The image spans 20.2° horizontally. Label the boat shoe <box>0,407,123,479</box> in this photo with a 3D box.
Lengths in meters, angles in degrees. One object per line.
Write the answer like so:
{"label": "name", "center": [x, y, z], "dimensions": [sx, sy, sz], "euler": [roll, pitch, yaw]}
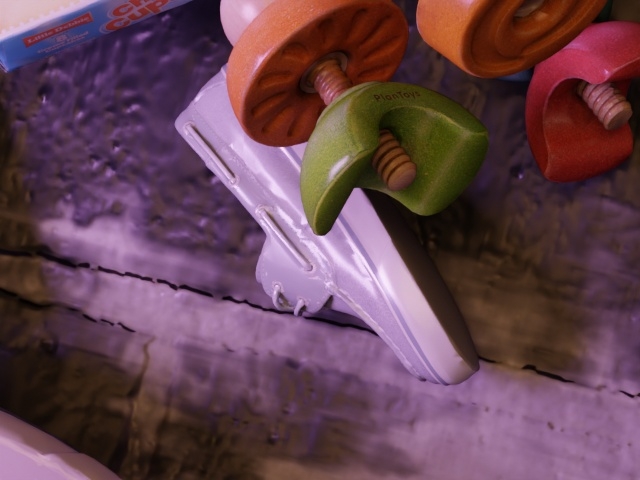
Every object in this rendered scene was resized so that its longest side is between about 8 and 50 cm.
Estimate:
{"label": "boat shoe", "center": [-0.199, 0.109, 0.924], "dimensions": [0.340, 0.158, 0.127], "euler": [30, 102, 0]}

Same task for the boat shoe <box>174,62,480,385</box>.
{"label": "boat shoe", "center": [-0.001, -0.001, 0.995], "dimensions": [0.081, 0.079, 0.227], "euler": [-39, 72, 11]}

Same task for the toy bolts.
{"label": "toy bolts", "center": [0.075, -0.131, 0.927], "dimensions": [0.158, 0.228, 0.218], "euler": [57, 135, 27]}

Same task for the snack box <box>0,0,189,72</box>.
{"label": "snack box", "center": [-0.059, -0.238, 0.974], "dimensions": [0.322, 0.060, 0.187], "euler": [-22, 81, -4]}
